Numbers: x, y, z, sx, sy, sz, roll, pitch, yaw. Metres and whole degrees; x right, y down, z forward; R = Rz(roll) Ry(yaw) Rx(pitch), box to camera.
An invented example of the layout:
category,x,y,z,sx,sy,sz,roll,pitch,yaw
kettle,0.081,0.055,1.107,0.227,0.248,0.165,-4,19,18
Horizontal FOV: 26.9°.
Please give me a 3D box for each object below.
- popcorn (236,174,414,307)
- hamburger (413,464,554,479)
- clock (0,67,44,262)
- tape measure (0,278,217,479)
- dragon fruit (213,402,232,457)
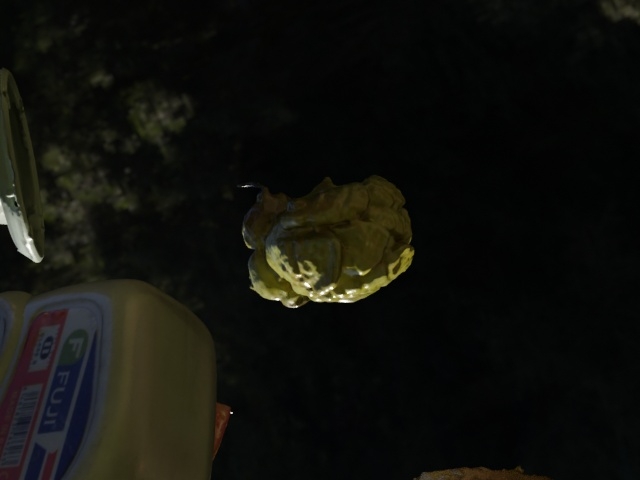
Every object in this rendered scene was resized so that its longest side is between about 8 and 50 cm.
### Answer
category,x,y,z,sx,sy,sz,roll,pitch,yaw
popcorn,0.007,-0.007,1.536,0.168,0.195,0.173,-48,-67,-26
hamburger,0.278,0.490,1.770,0.445,0.268,0.287,30,-136,-31
clock,-0.375,-0.087,1.599,0.236,0.053,0.236,172,90,-85
tape measure,-0.199,0.165,0.988,0.130,0.265,0.258,43,-132,-42
dragon fruit,-0.253,0.268,1.749,0.161,0.274,0.126,27,-118,-26
